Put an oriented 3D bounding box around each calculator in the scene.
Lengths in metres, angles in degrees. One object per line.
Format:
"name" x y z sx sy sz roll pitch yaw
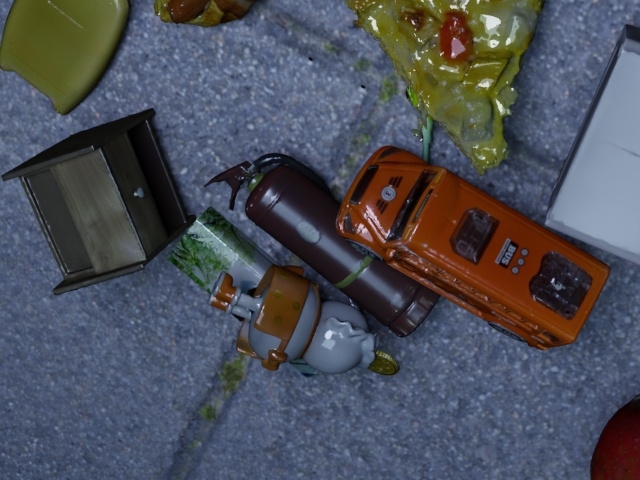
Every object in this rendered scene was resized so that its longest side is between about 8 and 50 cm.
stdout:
"calculator" -0.355 -0.288 1.478 0.157 0.033 0.236 37 122 0

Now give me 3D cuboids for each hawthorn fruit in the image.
"hawthorn fruit" 0.455 0.288 1.435 0.185 0.185 0.202 14 95 9

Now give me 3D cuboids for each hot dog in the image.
"hot dog" -0.112 -0.351 1.375 0.261 0.093 0.123 -39 106 22

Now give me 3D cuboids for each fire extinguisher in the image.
"fire extinguisher" 0.000 0.000 1.471 0.341 0.105 0.141 38 121 -5

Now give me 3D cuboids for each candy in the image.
"candy" 0.140 -0.134 1.424 0.062 0.058 0.194 13 121 21

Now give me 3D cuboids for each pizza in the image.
"pizza" 0.185 -0.225 1.318 0.279 0.075 0.288 -16 82 12

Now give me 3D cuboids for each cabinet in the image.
"cabinet" -0.288 -0.058 1.461 0.148 0.215 0.175 -15 105 18

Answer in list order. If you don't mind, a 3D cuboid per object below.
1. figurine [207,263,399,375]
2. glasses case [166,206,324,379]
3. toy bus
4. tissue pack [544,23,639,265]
"figurine" -0.022 0.122 1.443 0.271 0.143 0.143 37 113 -1
"glasses case" -0.088 0.077 1.544 0.272 0.062 0.095 40 113 -2
"toy bus" 0.188 0.006 1.362 0.329 0.153 0.143 31 82 -4
"tissue pack" 0.382 -0.119 1.307 0.136 0.159 0.246 23 114 7
